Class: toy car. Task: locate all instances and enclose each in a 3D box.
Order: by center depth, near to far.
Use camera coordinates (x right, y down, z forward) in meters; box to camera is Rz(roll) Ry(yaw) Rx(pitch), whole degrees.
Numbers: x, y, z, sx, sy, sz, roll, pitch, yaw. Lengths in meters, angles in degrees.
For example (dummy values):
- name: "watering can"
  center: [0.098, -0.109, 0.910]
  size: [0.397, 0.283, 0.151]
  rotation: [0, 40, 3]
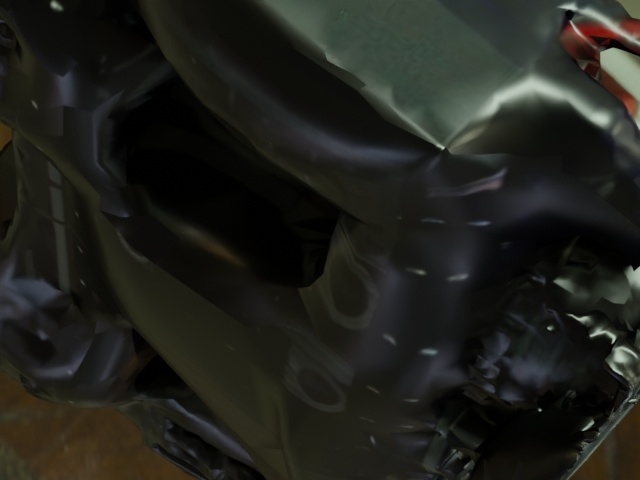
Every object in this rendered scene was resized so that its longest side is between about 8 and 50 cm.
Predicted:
- name: "toy car"
  center: [0.001, -0.002, 0.467]
  size: [0.193, 0.301, 0.118]
  rotation: [41, 66, 12]
